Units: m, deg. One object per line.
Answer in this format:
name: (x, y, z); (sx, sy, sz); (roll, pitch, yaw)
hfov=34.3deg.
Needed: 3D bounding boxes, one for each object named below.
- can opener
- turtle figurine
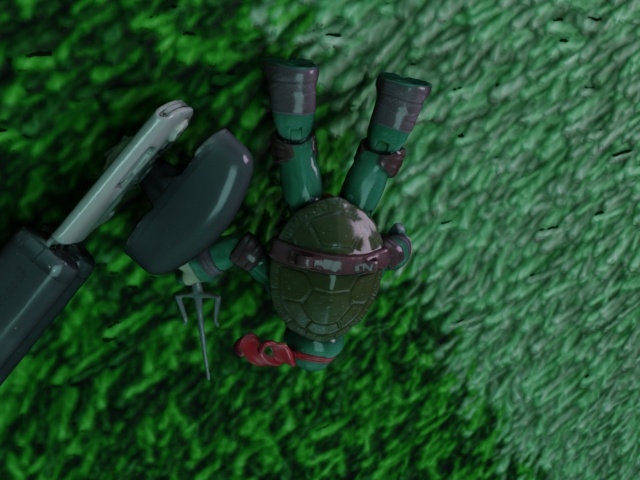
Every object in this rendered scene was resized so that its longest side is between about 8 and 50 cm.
can opener: (-0.156, 0.034, 0.645); (0.095, 0.076, 0.283); (40, 94, 1)
turtle figurine: (0.000, 0.000, 0.705); (0.175, 0.118, 0.234); (3, 107, -28)
